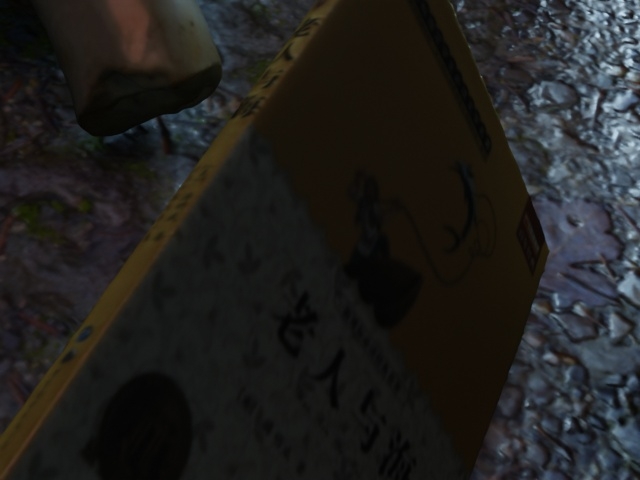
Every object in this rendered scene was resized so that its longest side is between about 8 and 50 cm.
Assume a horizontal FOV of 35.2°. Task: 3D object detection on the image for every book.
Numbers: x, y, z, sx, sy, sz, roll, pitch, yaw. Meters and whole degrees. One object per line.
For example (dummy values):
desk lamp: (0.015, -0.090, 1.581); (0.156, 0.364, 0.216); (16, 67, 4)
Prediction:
book: (0.017, 0.047, 0.503); (0.032, 0.269, 0.388); (-2, 44, 35)

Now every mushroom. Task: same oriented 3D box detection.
mushroom: (-0.187, -0.217, 0.707); (0.293, 0.292, 0.289); (-12, 83, -16)
